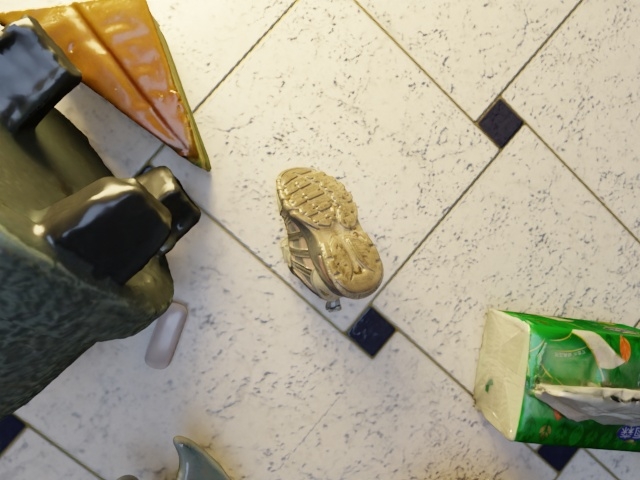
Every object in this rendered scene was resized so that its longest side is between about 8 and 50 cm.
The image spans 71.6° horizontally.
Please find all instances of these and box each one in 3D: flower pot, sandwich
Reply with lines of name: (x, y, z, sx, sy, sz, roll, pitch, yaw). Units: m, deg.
flower pot: (-0.282, -0.020, 0.407, 0.282, 0.299, 0.299, -38, 97, 3)
sandwich: (-0.218, -0.147, 0.479, 0.144, 0.117, 0.188, -19, 97, -5)

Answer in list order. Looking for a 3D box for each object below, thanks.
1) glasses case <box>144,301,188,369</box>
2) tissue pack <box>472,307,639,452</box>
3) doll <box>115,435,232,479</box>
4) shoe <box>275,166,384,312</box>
glasses case: (-0.188, 0.116, 0.541, 0.032, 0.021, 0.084, 19, 89, -6)
tissue pack: (0.331, 0.181, 0.556, 0.208, 0.156, 0.148, 8, 93, -10)
doll: (-0.116, 0.367, 0.523, 0.145, 0.103, 0.316, -41, 105, 6)
shoe: (0.000, 0.000, 0.534, 0.088, 0.092, 0.180, -19, 70, -32)
